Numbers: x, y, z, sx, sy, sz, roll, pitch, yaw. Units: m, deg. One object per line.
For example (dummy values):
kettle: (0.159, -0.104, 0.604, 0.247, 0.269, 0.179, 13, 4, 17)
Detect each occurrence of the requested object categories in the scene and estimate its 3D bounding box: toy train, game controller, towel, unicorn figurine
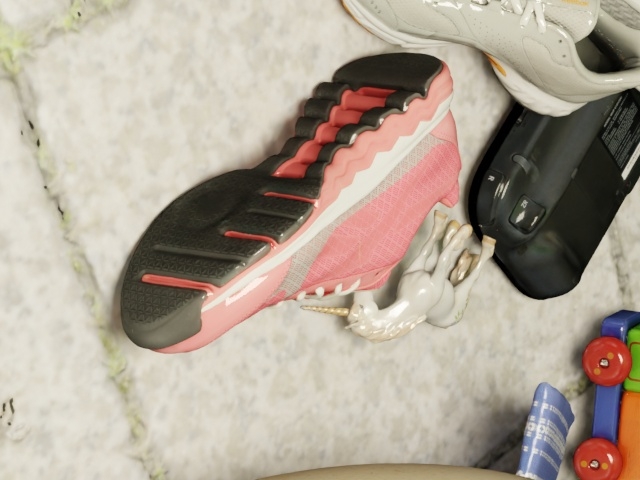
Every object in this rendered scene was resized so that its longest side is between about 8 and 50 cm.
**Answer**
toy train: (0.294, 0.191, 1.533, 0.105, 0.143, 0.248, -13, 109, -64)
game controller: (0.228, -0.107, 1.494, 0.319, 0.067, 0.166, -58, 145, -17)
towel: (0.129, 0.279, 1.409, 0.243, 0.040, 0.336, 43, 64, -77)
unicorn figurine: (0.078, 0.033, 1.370, 0.162, 0.060, 0.111, 25, 92, -49)

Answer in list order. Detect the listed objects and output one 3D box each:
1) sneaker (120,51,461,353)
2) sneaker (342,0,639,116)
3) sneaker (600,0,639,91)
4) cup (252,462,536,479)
sneaker: (0.001, 0.000, 1.258, 0.314, 0.116, 0.136, -41, 125, -30)
sneaker: (0.134, -0.175, 1.315, 0.262, 0.121, 0.099, 21, 75, -31)
sneaker: (0.267, -0.217, 1.409, 0.256, 0.094, 0.151, 47, 67, -6)
cup: (-0.005, 0.285, 1.209, 0.237, 0.331, 0.331, 20, 85, -19)
